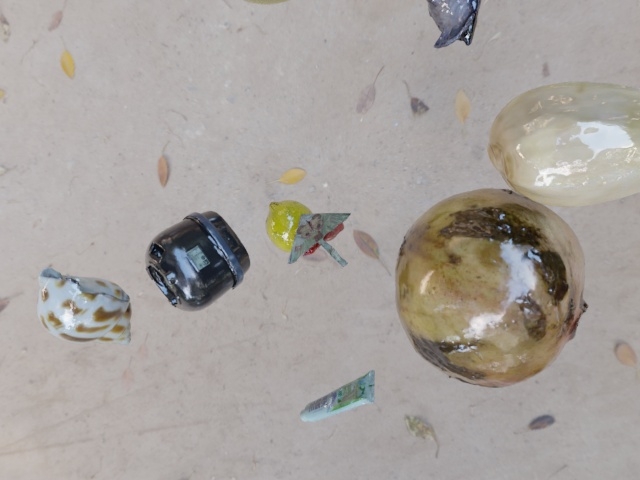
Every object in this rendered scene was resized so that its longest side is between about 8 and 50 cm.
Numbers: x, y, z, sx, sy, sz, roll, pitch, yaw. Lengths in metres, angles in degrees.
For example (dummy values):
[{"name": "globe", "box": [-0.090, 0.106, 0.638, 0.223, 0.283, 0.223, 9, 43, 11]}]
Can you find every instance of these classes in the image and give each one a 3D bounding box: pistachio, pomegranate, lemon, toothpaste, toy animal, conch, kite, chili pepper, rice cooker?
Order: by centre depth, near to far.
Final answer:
[{"name": "pistachio", "box": [0.336, -0.121, 0.529, 0.229, 0.157, 0.157, 0, 98, 12]}, {"name": "pomegranate", "box": [0.267, 0.074, 0.669, 0.322, 0.322, 0.322, 0, 98, 1]}, {"name": "toy animal", "box": [0.264, -0.527, 0.857, 0.122, 0.185, 0.298, -26, 70, 39]}, {"name": "conch", "box": [-0.516, 0.161, 0.928, 0.182, 0.275, 0.149, 22, 81, 32]}, {"name": "toothpaste", "box": [0.039, 0.401, 1.029, 0.048, 0.075, 0.297, 26, 136, -22]}, {"name": "rice cooker", "box": [-0.342, 0.060, 1.141, 0.224, 0.267, 0.267, -36, 97, -32]}, {"name": "kite", "box": [-0.001, -0.001, 1.159, 0.229, 0.250, 0.012, -42, 137, 2]}, {"name": "chili pepper", "box": [0.021, -0.027, 1.322, 0.059, 0.268, 0.050, 34, 131, 14]}, {"name": "lemon", "box": [-0.099, -0.049, 1.392, 0.173, 0.173, 0.206, -43, 114, 6]}]

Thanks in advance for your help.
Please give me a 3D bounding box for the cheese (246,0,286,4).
[{"name": "cheese", "box": [-0.147, -0.735, 1.115, 0.315, 0.259, 0.128, 7, 105, 36]}]
